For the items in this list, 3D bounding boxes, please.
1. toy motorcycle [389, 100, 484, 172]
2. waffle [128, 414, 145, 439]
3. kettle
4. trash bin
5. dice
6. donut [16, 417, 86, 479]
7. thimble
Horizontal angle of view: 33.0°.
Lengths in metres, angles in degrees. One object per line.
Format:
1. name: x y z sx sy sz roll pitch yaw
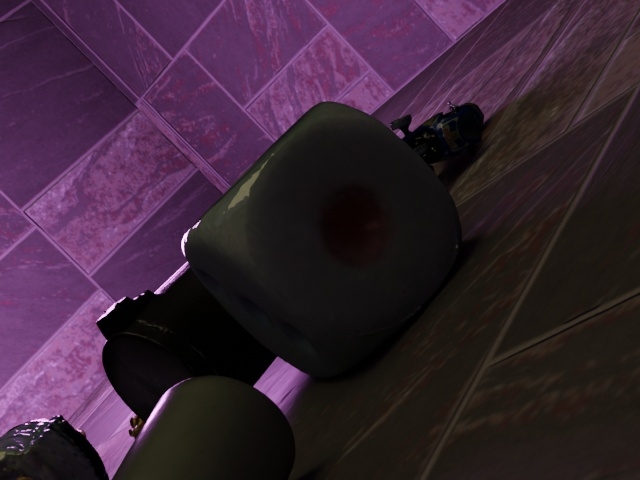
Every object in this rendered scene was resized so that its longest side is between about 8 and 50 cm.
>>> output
1. toy motorcycle: 0.211 -0.181 1.869 0.168 0.113 0.315 -22 7 23
2. waffle: -0.253 0.263 2.102 0.302 0.068 0.325 -44 9 6
3. kettle: -0.137 0.293 1.078 0.255 0.165 0.240 -67 -6 -61
4. trash bin: -0.150 0.119 1.587 0.203 0.252 0.301 -33 11 49
5. dice: 0.000 0.000 1.407 0.265 0.268 0.262 -48 8 -19
6. donut: -0.662 0.544 2.234 0.449 0.198 0.449 -41 1 1
7. thimble: -0.484 0.423 1.844 0.237 0.237 0.150 -42 8 21
